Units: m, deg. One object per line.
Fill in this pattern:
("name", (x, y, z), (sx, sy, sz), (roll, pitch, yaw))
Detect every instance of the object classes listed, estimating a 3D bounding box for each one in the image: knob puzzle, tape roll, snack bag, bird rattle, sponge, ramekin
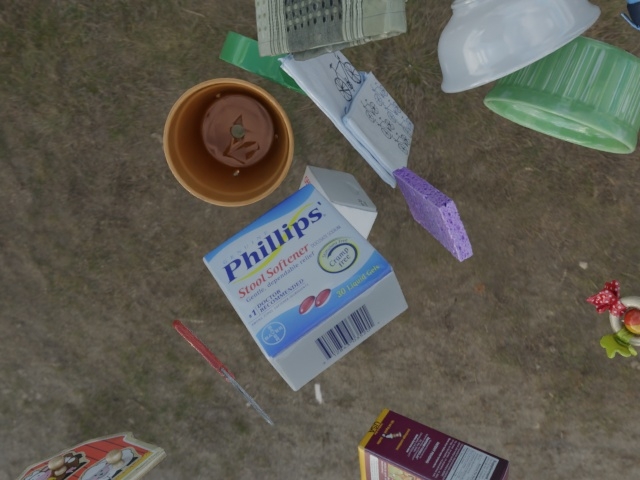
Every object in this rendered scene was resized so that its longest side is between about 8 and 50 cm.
("knob puzzle", (-0.299, 0.274, 0.681), (0.213, 0.213, 0.029), (-17, 105, 13))
("tape roll", (-0.106, -0.457, 1.586), (0.322, 0.321, 0.077), (24, 103, 1))
("snack bag", (0.076, -0.305, 1.279), (0.037, 0.323, 0.342), (-36, 107, 30))
("bird rattle", (0.999, 0.251, 1.925), (0.207, 0.143, 0.253), (-12, 83, 55))
("sponge", (0.202, -0.055, 1.090), (0.031, 0.210, 0.117), (-30, 118, -2))
("ramekin", (0.495, -0.294, 1.179), (0.304, 0.303, 0.148), (21, 99, 2))

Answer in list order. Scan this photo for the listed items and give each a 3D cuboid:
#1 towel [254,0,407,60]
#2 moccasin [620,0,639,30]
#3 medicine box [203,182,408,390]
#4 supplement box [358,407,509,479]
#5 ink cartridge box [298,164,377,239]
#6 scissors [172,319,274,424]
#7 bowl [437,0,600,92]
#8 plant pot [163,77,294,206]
("towel", (0.001, -0.378, 0.682), (0.056, 0.312, 0.323), (-11, 106, -31))
("moccasin", (0.567, -0.341, 0.881), (0.138, 0.342, 0.116), (3, 111, 52))
("medicine box", (-0.033, 0.079, 1.125), (0.264, 0.289, 0.149), (-36, 141, -8))
("supplement box", (0.154, 0.324, 0.819), (0.188, 0.081, 0.104), (16, 130, 30))
("ink cartridge box", (0.000, 0.000, 1.471), (0.131, 0.226, 0.306), (9, 116, -22))
("scissors", (-0.169, 0.239, 1.078), (0.297, 0.109, 0.021), (37, 73, 27))
("bowl", (0.327, -0.397, 1.066), (0.298, 0.298, 0.134), (-26, 109, 15))
("plant pot", (-0.209, -0.246, 1.422), (0.291, 0.203, 0.290), (-1, 109, -2))
